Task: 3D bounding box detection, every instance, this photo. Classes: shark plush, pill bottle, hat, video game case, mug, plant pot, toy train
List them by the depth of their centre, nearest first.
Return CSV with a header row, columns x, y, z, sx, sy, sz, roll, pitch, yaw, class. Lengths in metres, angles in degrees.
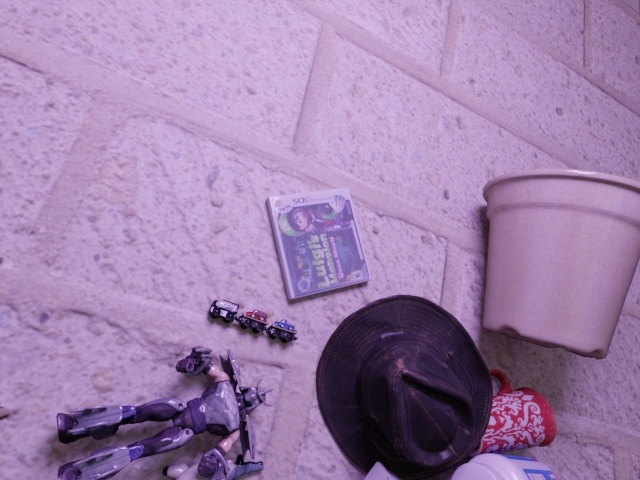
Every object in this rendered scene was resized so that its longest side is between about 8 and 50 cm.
x,y,z,sx,sy,sz,roll,pitch,yaw,class
-0.165,0.358,0.605,0.161,0.073,0.067,-7,100,-47,shark plush
0.151,0.262,0.665,0.330,0.134,0.332,0,90,-3,hat
-0.108,0.134,0.685,0.158,0.027,0.036,24,58,-17,toy train
0.323,0.440,0.710,0.221,0.124,0.125,26,67,-35,pill bottle
0.000,0.000,0.769,0.173,0.022,0.191,-10,82,-26,video game case
0.344,0.350,0.814,0.169,0.150,0.113,-2,115,-21,mug
0.476,0.062,0.834,0.333,0.333,0.306,18,82,-20,plant pot

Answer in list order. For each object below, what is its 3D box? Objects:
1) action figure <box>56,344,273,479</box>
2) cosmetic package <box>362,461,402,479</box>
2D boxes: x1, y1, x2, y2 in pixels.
x,y,z,sx,sy,sz,roll,pitch,yaw,class
-0.195,0.251,0.567,0.284,0.099,0.186,-7,57,-30,action figure
0.059,0.466,0.595,0.085,0.117,0.231,43,83,-11,cosmetic package
